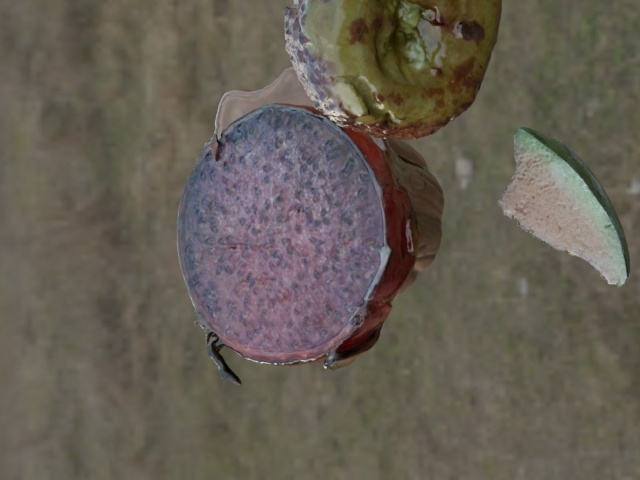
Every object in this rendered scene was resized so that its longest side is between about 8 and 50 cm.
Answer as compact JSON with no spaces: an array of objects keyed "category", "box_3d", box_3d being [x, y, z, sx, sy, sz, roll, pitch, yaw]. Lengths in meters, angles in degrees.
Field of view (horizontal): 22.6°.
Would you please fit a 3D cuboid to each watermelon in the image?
[{"category":"watermelon","box_3d":[0.234,-0.031,1.452,0.080,0.155,0.101,-55,-14,24]}]

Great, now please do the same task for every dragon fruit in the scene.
[{"category":"dragon fruit","box_3d":[0.002,-0.004,1.350,0.218,0.148,0.223,-13,86,32]}]

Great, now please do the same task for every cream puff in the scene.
[{"category":"cream puff","box_3d":[0.038,-0.133,0.954,0.084,0.149,0.149,15,105,52]}]

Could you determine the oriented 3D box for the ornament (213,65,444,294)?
[{"category":"ornament","box_3d":[0.010,-0.031,1.590,0.235,0.217,0.221,37,96,24]}]
